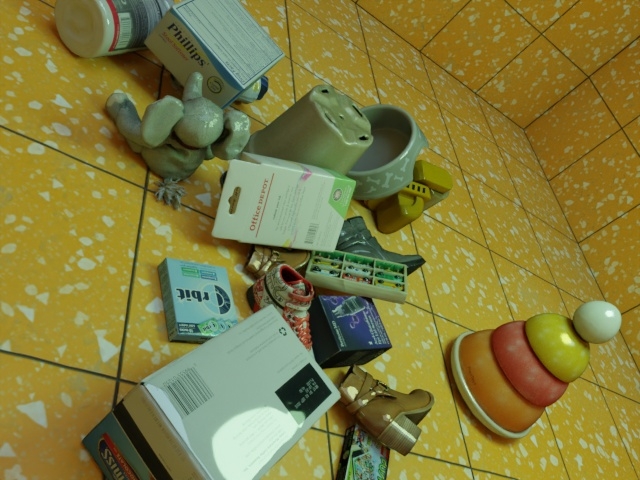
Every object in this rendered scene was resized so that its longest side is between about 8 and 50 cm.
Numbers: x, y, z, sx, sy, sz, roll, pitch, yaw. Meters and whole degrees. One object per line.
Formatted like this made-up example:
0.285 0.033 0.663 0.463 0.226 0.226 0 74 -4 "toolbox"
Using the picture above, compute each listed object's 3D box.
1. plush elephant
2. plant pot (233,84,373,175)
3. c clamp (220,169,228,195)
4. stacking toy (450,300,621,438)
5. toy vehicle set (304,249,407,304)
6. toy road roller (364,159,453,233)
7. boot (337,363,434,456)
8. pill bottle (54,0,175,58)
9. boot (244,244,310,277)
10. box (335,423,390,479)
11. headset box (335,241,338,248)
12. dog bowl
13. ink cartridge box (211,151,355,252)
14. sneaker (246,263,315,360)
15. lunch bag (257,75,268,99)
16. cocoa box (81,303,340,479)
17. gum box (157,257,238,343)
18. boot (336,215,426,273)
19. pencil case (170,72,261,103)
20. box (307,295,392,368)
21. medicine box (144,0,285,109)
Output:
-0.327 -0.276 1.449 0.272 0.255 0.330 12 48 -42 "plush elephant"
-0.028 -0.265 1.732 0.334 0.305 0.334 30 38 -26 "plant pot"
-0.200 -0.161 1.606 0.137 0.161 0.022 53 -8 44 "c clamp"
0.654 0.332 1.751 0.351 0.480 0.350 29 39 -27 "stacking toy"
0.098 0.090 1.620 0.267 0.035 0.166 12 25 1 "toy vehicle set"
0.295 -0.139 2.079 0.329 0.202 0.240 14 59 -34 "toy road roller"
0.154 0.389 1.494 0.220 0.109 0.283 37 26 10 "boot"
-0.525 -0.591 1.610 0.176 0.176 0.318 49 33 0 "pill bottle"
-0.110 0.041 1.551 0.152 0.073 0.197 30 32 -15 "boot"
0.091 0.521 1.329 0.114 0.036 0.207 39 35 -14 "box"
0.000 0.000 1.712 0.062 0.083 0.032 11 91 -43 "headset box"
0.168 -0.296 1.946 0.102 0.349 0.348 59 17 -49 "dog bowl"
-0.108 -0.097 1.519 0.353 0.207 0.119 8 18 -33 "ink cartridge box"
-0.059 0.186 1.393 0.090 0.145 0.270 -12 66 -53 "sneaker"
-0.221 -0.516 1.976 0.098 0.067 0.065 26 39 -28 "lunch bag"
-0.178 0.311 1.061 0.231 0.228 0.347 52 34 6 "cocoa box"
-0.262 0.134 1.310 0.157 0.041 0.184 14 48 -41 "gum box"
0.170 0.019 1.842 0.338 0.118 0.222 -5 59 -49 "boot"
-0.307 -0.490 1.811 0.273 0.113 0.124 3 48 -48 "pencil case"
0.056 0.228 1.516 0.207 0.108 0.153 5 53 -46 "box"
-0.279 -0.523 1.648 0.263 0.149 0.289 48 38 -13 "medicine box"
